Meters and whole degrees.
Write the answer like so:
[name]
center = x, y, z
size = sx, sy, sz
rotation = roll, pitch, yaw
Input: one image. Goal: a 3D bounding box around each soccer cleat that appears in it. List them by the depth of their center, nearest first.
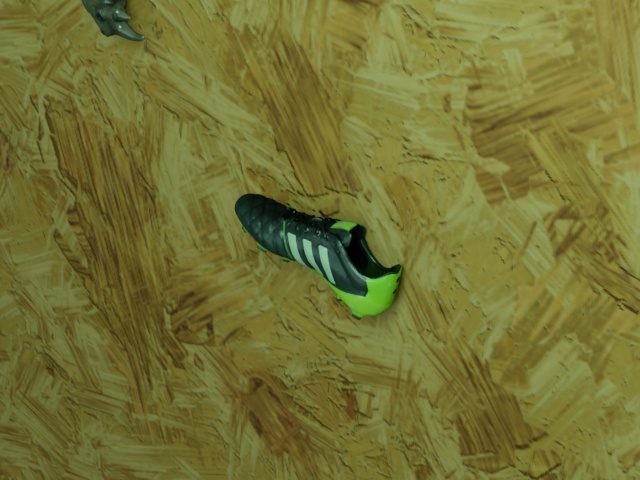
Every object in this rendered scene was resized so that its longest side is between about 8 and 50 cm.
[soccer cleat]
center = 0.000, 0.000, 1.727
size = 0.179, 0.060, 0.072
rotation = 36, 127, 13

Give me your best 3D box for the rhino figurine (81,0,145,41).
[rhino figurine]
center = -0.246, -0.284, 1.764
size = 0.243, 0.073, 0.106
rotation = 52, 143, 3
